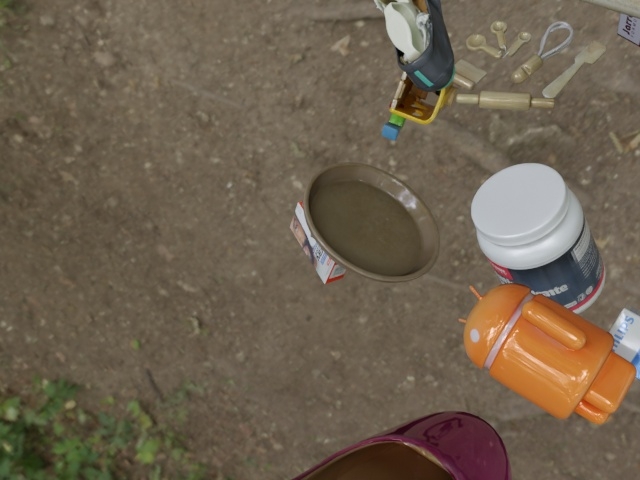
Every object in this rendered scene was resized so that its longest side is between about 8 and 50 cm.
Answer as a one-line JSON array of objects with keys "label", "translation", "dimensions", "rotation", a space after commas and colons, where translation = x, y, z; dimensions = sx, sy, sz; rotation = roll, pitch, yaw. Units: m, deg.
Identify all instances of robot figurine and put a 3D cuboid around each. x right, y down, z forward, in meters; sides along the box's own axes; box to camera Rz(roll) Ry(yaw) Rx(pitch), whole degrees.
[{"label": "robot figurine", "translation": [0.276, 0.139, 0.851], "dimensions": [0.219, 0.158, 0.128], "rotation": [32, 104, 21]}]

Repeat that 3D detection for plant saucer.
[{"label": "plant saucer", "translation": [0.093, -0.031, 1.250], "dimensions": [0.278, 0.278, 0.041], "rotation": [41, 137, 10]}]

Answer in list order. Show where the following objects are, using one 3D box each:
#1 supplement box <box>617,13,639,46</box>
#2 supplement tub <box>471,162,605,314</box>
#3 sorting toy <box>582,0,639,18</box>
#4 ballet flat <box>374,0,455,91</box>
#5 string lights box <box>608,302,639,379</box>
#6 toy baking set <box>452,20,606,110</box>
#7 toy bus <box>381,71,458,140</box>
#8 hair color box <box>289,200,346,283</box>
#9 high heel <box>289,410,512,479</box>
[{"label": "supplement box", "translation": [0.422, -0.213, 0.668], "dimensions": [0.239, 0.073, 0.130], "rotation": [46, 175, 29]}, {"label": "supplement tub", "translation": [0.407, 0.007, 1.254], "dimensions": [0.191, 0.191, 0.272], "rotation": [6, 148, 42]}, {"label": "sorting toy", "translation": [0.149, -0.181, 0.361], "dimensions": [0.047, 0.347, 0.196], "rotation": [-63, 34, 38]}, {"label": "ballet flat", "translation": [0.094, -0.254, 0.728], "dimensions": [0.074, 0.074, 0.203], "rotation": [-46, 48, 53]}, {"label": "string lights box", "translation": [0.505, 0.184, 0.883], "dimensions": [0.259, 0.133, 0.077], "rotation": [32, 102, 23]}, {"label": "toy baking set", "translation": [0.347, -0.304, 1.152], "dimensions": [0.256, 0.197, 0.030], "rotation": [11, 158, 20]}, {"label": "toy bus", "translation": [0.204, -0.289, 1.269], "dimensions": [0.104, 0.202, 0.191], "rotation": [24, 166, 10]}, {"label": "hair color box", "translation": [0.000, 0.000, 1.476], "dimensions": [0.167, 0.053, 0.093], "rotation": [58, 149, 27]}, {"label": "high heel", "translation": [0.013, 0.131, 0.315], "dimensions": [0.127, 0.377, 0.182], "rotation": [17, 115, 29]}]
